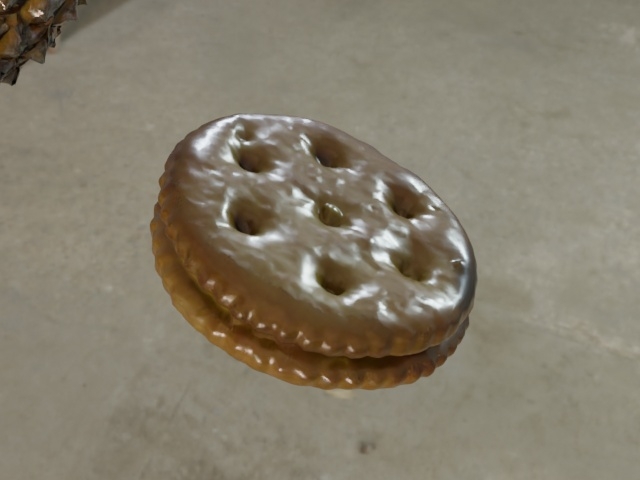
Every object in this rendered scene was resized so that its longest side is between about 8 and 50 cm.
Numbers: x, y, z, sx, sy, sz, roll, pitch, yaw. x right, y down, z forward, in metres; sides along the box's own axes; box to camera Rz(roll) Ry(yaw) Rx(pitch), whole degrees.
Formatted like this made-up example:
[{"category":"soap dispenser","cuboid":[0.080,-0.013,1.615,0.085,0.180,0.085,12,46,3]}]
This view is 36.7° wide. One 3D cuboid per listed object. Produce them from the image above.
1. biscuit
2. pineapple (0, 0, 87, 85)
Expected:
[{"category":"biscuit","cuboid":[0.000,0.000,0.613,0.221,0.066,0.220,15,39,-12]},{"category":"pineapple","cuboid":[-0.166,-0.061,0.335,0.221,0.083,0.103,-41,7,-11]}]
